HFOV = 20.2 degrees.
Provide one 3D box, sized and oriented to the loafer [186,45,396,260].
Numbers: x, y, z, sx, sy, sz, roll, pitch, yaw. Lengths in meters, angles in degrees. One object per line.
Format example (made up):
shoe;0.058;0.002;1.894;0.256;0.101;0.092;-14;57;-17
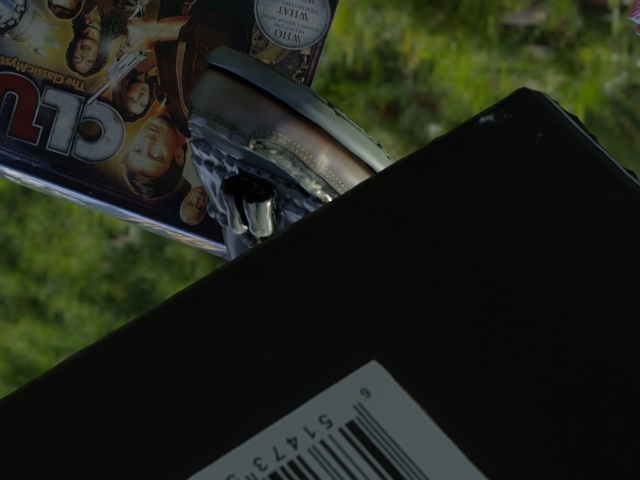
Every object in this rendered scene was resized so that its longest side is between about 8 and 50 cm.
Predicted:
loafer;0.000;0.000;0.831;0.096;0.084;0.267;31;174;25

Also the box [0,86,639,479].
box;0.000;0.161;0.570;0.296;0.183;0.294;-31;151;-22

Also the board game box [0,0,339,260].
board game box;-0.125;-0.105;0.971;0.243;0.165;0.042;20;169;-15

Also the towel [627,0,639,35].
towel;0.204;-0.141;0.642;0.144;0.197;0.029;27;-158;27
